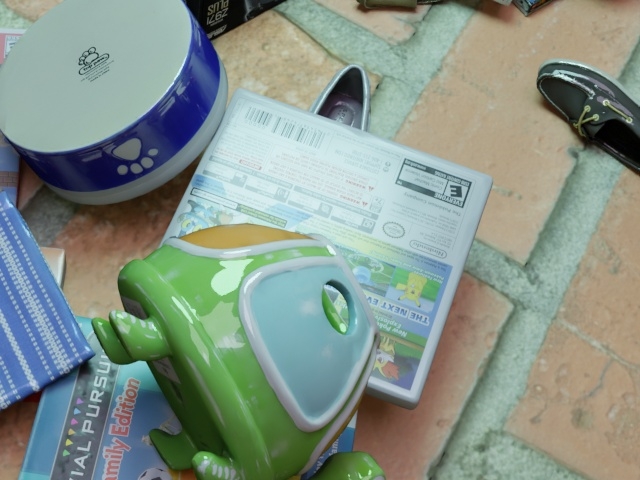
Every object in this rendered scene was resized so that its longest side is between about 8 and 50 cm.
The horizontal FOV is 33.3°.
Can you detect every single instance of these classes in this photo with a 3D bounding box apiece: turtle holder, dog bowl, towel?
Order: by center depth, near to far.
[{"bbox_3d":[-0.052,0.130,1.025,0.227,0.243,0.320,-30,73,-19],"label":"turtle holder"},{"bbox_3d":[-0.439,0.109,1.137,0.336,0.040,0.243,-29,63,-12],"label":"towel"},{"bbox_3d":[-0.249,-0.179,1.273,0.265,0.104,0.265,-10,55,15],"label":"dog bowl"}]

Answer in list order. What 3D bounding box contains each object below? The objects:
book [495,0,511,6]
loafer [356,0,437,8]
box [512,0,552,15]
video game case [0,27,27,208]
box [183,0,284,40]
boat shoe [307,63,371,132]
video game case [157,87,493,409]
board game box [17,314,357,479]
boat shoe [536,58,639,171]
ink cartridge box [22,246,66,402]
[{"bbox_3d":[0.216,-0.400,1.541,0.144,0.035,0.096,21,56,-5],"label":"book"},{"bbox_3d":[0.121,-0.359,1.525,0.148,0.056,0.050,-19,60,-19],"label":"loafer"},{"bbox_3d":[0.329,-0.401,1.602,0.137,0.027,0.094,-32,70,-23],"label":"box"},{"bbox_3d":[-0.471,-0.148,1.325,0.204,0.025,0.285,1,62,-10],"label":"video game case"},{"bbox_3d":[-0.113,-0.366,1.436,0.180,0.147,0.077,-33,72,-25],"label":"box"},{"bbox_3d":[-0.005,-0.074,1.321,0.118,0.103,0.320,21,61,2],"label":"boat shoe"},{"bbox_3d":[0.000,0.000,1.221,0.329,0.036,0.300,20,65,5],"label":"video game case"},{"bbox_3d":[-0.138,0.235,1.145,0.336,0.079,0.254,11,60,-4],"label":"board game box"},{"bbox_3d":[0.389,-0.166,1.454,0.227,0.081,0.069,32,57,5],"label":"boat shoe"},{"bbox_3d":[-0.371,0.088,1.205,0.145,0.045,0.179,5,59,-7],"label":"ink cartridge box"}]
